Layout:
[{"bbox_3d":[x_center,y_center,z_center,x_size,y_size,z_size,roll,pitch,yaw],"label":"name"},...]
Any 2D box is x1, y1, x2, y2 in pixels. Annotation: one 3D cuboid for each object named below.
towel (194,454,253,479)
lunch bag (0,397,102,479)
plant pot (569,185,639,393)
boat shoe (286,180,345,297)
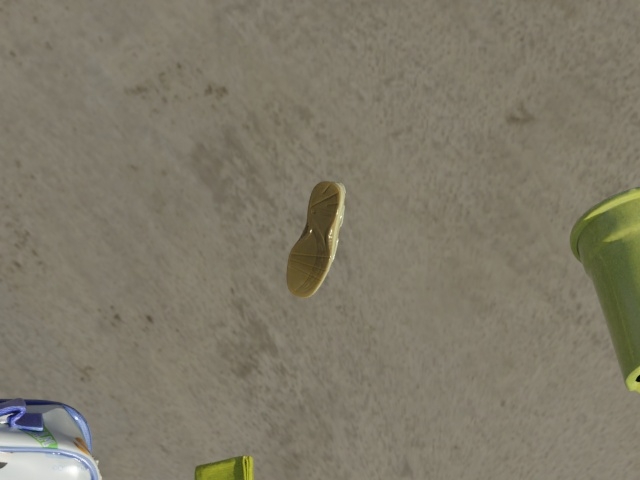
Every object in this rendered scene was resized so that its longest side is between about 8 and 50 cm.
[{"bbox_3d":[-0.132,0.406,1.345,0.102,0.021,0.237,-18,60,28],"label":"towel"},{"bbox_3d":[-0.331,0.238,0.857,0.303,0.115,0.243,5,105,-20],"label":"lunch bag"},{"bbox_3d":[0.525,0.092,1.519,0.276,0.276,0.254,-2,60,5],"label":"plant pot"},{"bbox_3d":[-0.002,-0.001,1.302,0.056,0.048,0.153,15,98,18],"label":"boat shoe"}]
